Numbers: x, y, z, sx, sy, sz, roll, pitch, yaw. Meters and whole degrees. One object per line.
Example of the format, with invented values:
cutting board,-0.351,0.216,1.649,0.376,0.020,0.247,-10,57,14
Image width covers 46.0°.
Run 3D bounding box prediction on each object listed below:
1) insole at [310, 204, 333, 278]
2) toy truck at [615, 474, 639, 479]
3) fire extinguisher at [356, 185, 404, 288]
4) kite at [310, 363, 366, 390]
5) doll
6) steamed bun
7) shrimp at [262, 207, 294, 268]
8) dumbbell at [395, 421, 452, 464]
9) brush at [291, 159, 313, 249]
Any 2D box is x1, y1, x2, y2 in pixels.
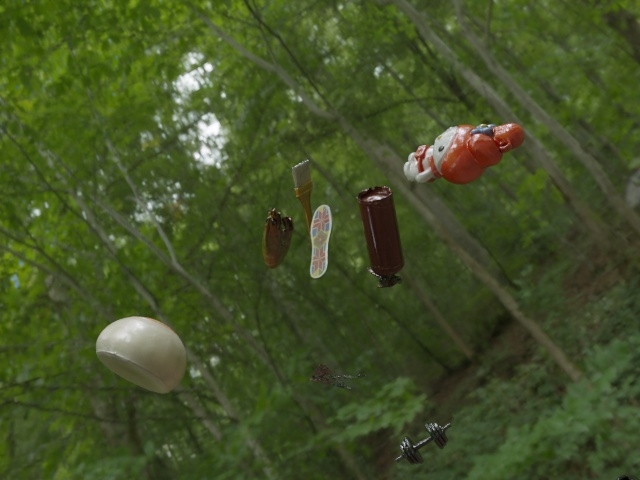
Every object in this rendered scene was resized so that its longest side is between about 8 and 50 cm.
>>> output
insole,0.000,0.000,1.692,0.065,0.193,0.006,-22,-40,37
toy truck,0.419,0.414,0.957,0.224,0.147,0.165,-45,-7,-14
fire extinguisher,0.174,0.007,2.228,0.106,0.147,0.337,-26,-61,-27
kite,0.039,0.316,1.734,0.157,0.011,0.139,-9,-38,30
doll,0.338,-0.204,1.782,0.290,0.161,0.130,-13,-58,38
steamed bun,-0.435,0.271,1.876,0.145,0.232,0.232,-63,-25,-26
shrimp,-0.118,-0.014,2.137,0.248,0.068,0.150,89,-154,-61
dumbbell,0.329,0.645,2.400,0.208,0.099,0.099,-35,-35,4
brush,-0.026,-0.056,1.844,0.013,0.272,0.103,-5,15,22
